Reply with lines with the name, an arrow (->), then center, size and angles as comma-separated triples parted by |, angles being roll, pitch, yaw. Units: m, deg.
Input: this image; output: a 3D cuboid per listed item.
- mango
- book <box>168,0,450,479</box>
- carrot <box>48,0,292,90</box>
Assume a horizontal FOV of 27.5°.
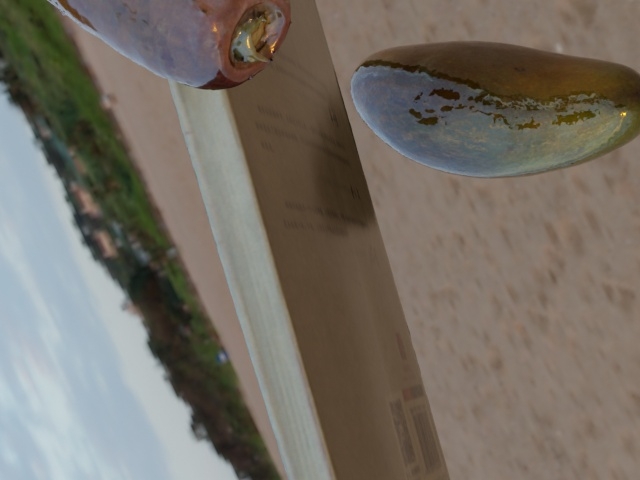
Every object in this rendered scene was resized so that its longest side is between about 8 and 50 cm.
mango -> 0.139, -0.106, 1.067 | 0.133, 0.268, 0.111 | -13, -72, -58
book -> 0.000, 0.000, 0.551 | 0.215, 0.025, 0.282 | 17, -124, -73
carrot -> -0.109, -0.122, 0.450 | 0.248, 0.059, 0.059 | 33, 161, 22
